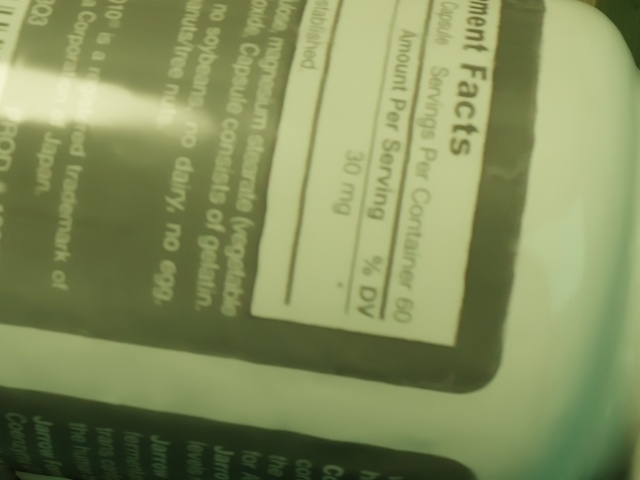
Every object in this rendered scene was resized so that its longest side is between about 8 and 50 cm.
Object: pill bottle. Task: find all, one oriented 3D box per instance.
[{"bbox_3d":[0.000,0.000,0.584,0.361,0.204,0.204,9,83,3],"label":"pill bottle"}]

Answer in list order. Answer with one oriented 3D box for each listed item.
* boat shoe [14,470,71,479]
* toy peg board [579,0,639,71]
[{"bbox_3d":[-0.001,0.166,0.724,0.320,0.118,0.103,28,70,-35],"label":"boat shoe"},{"bbox_3d":[0.140,-0.072,0.827,0.161,0.079,0.161,58,37,-34],"label":"toy peg board"}]
